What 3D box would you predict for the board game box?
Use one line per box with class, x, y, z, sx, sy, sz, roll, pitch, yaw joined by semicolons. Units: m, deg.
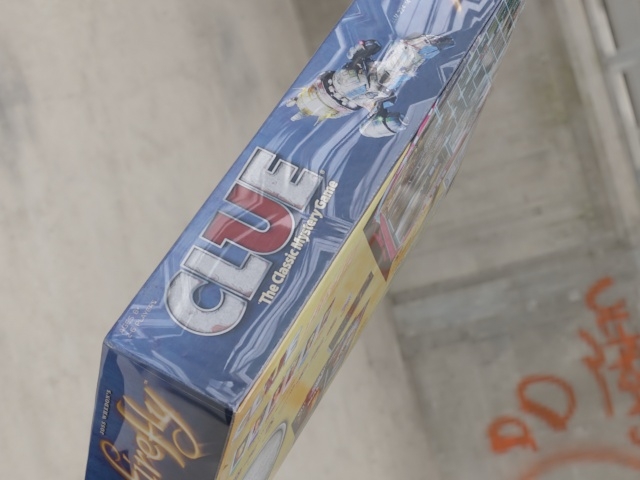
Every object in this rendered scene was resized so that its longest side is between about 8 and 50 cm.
board game box;0.000;0.000;0.530;0.243;0.042;0.165;-56;170;-37
